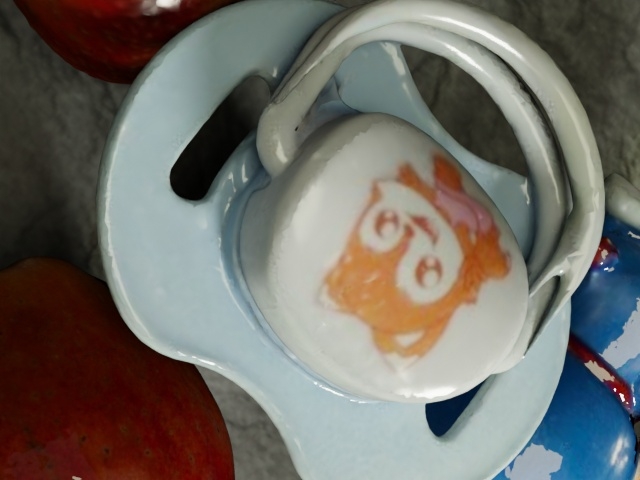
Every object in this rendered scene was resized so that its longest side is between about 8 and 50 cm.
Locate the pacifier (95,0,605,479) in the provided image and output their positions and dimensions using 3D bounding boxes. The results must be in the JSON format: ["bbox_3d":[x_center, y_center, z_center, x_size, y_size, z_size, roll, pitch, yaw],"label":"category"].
[{"bbox_3d":[0.000,0.000,0.978,0.299,0.233,0.244,45,66,-22],"label":"pacifier"}]

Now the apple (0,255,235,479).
[{"bbox_3d":[-0.157,0.123,0.946,0.234,0.234,0.234,-3,98,-22],"label":"apple"}]

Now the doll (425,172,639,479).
[{"bbox_3d":[0.144,0.086,1.085,0.257,0.215,0.161,-44,141,-2],"label":"doll"}]

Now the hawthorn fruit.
[{"bbox_3d":[-0.105,-0.187,0.952,0.200,0.179,0.179,43,80,2],"label":"hawthorn fruit"}]
